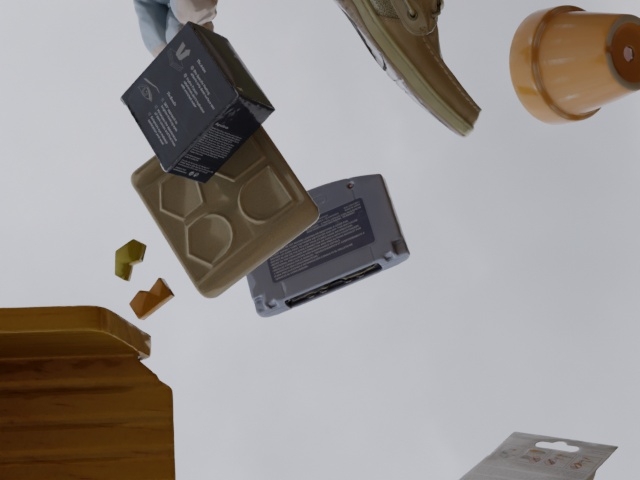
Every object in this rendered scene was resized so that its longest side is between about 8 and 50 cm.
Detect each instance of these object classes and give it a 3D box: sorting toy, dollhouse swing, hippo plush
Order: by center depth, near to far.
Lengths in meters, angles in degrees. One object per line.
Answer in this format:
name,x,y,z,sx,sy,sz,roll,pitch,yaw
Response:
dollhouse swing,-0.293,0.214,1.235,0.315,0.305,0.346,-1,-112,-7
sorting toy,-0.176,-0.034,1.915,0.229,0.307,0.041,56,-171,17
hippo plush,-0.207,-0.447,2.245,0.237,0.294,0.234,-28,-60,-33

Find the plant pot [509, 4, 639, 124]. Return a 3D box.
plant pot,0.459,-0.306,2.237,0.205,0.188,0.205,1,-91,-34

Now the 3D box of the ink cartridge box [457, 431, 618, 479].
ink cartridge box,0.309,0.366,1.939,0.232,0.189,0.066,-24,-70,-47

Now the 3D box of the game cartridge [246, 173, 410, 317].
game cartridge,0.000,0.000,2.353,0.060,0.294,0.196,47,-157,-60

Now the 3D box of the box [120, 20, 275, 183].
box,-0.173,-0.192,1.850,0.093,0.158,0.156,16,-145,-54

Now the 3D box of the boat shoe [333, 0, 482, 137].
boat shoe,0.077,-0.239,1.325,0.302,0.098,0.109,51,-178,-6
